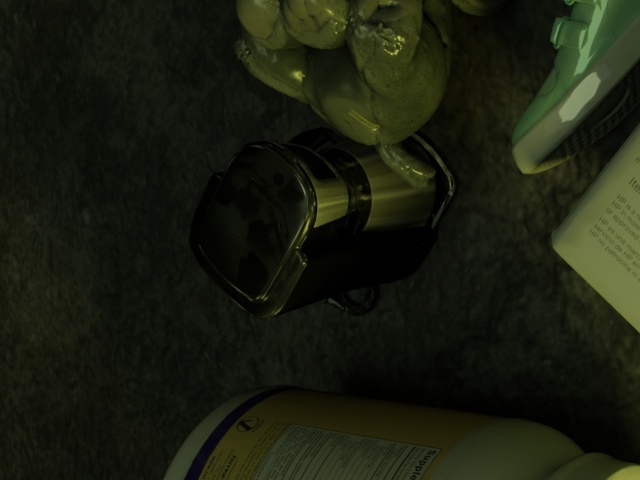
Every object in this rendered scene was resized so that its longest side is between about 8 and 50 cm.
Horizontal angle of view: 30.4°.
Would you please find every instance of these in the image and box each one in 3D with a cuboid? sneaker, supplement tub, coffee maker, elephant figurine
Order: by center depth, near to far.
[{"bbox_3d":[0.173,-0.176,0.769,0.151,0.094,0.256,42,113,19],"label":"sneaker"},{"bbox_3d":[0.057,-0.202,0.841,0.169,0.239,0.186,25,152,10],"label":"elephant figurine"},{"bbox_3d":[0.064,0.237,0.850,0.331,0.241,0.241,2,100,40],"label":"supplement tub"},{"bbox_3d":[0.000,0.000,0.897,0.120,0.178,0.171,19,111,37],"label":"coffee maker"}]

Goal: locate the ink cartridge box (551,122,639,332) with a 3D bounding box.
[{"bbox_3d":[0.315,-0.043,0.653,0.223,0.129,0.307,48,125,23],"label":"ink cartridge box"}]
